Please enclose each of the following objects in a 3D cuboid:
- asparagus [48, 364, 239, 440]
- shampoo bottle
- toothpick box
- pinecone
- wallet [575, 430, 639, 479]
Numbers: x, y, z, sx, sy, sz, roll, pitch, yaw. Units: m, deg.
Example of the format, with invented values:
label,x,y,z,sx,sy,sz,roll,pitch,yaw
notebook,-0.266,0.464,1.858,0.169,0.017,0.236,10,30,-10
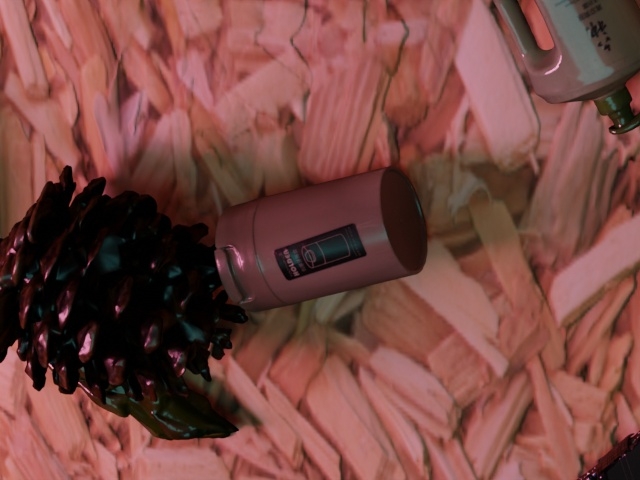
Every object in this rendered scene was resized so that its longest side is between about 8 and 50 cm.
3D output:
label,x,y,z,sx,sy,sz,roll,pitch,yaw
asparagus,-0.223,0.147,1.618,0.287,0.080,0.080,37,121,3
shampoo bottle,0.213,-0.195,1.286,0.118,0.087,0.234,-24,102,25
toothpick box,0.000,0.000,1.445,0.181,0.111,0.111,-14,107,24
pinecone,-0.212,0.054,1.495,0.272,0.224,0.224,24,119,6
wallet,0.328,0.249,1.467,0.124,0.042,0.230,41,123,-3
